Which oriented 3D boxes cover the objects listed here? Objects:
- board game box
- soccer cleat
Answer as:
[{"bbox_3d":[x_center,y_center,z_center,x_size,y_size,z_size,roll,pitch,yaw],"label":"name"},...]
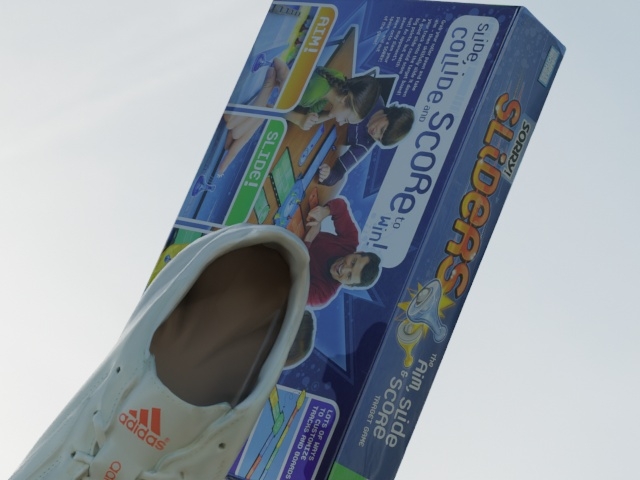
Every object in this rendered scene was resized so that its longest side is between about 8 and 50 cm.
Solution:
[{"bbox_3d":[0.000,0.000,0.695,0.136,0.201,0.035,12,-16,44],"label":"board game box"},{"bbox_3d":[-0.063,0.076,0.578,0.068,0.196,0.076,31,-20,-8],"label":"soccer cleat"}]
